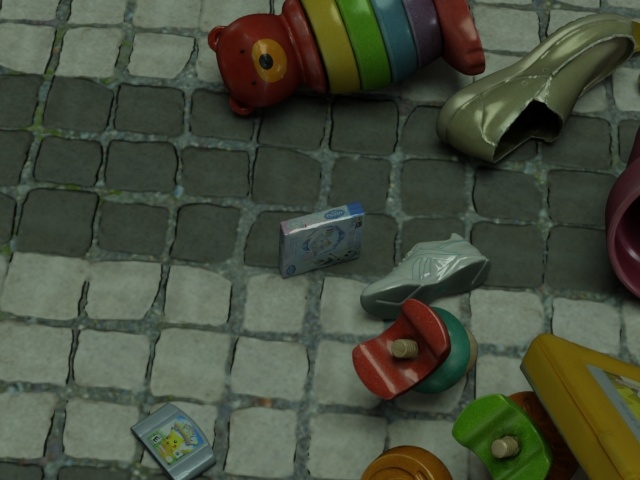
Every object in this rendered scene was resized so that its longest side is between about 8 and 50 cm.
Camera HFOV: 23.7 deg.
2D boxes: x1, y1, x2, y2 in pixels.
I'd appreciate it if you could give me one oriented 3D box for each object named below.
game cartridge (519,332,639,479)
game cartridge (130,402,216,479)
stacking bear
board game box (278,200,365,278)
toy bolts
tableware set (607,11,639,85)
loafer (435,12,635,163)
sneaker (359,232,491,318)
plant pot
[{"bbox_3d":[0.351,0.213,1.367,0.285,0.052,0.323,21,16,-19],"label":"game cartridge"},{"bbox_3d":[-0.145,0.203,1.534,0.056,0.017,0.083,-32,63,-26],"label":"game cartridge"},{"bbox_3d":[0.019,-0.237,1.757,0.289,0.175,0.164,-19,15,-3],"label":"stacking bear"},{"bbox_3d":[0.000,0.000,1.631,0.090,0.090,0.020,-16,60,-13],"label":"board game box"},{"bbox_3d":[0.130,0.180,1.522,0.218,0.158,0.228,-39,70,20],"label":"toy bolts"},{"bbox_3d":[0.400,-0.212,1.835,0.154,0.024,0.104,18,60,8],"label":"tableware set"},{"bbox_3d":[0.262,-0.167,1.757,0.268,0.102,0.092,-31,64,-11],"label":"loafer"},{"bbox_3d":[0.105,0.038,1.639,0.152,0.054,0.061,-19,49,-22],"label":"sneaker"},{"bbox_3d":[0.405,-0.052,1.637,0.201,0.201,0.180,8,40,3],"label":"plant pot"}]
